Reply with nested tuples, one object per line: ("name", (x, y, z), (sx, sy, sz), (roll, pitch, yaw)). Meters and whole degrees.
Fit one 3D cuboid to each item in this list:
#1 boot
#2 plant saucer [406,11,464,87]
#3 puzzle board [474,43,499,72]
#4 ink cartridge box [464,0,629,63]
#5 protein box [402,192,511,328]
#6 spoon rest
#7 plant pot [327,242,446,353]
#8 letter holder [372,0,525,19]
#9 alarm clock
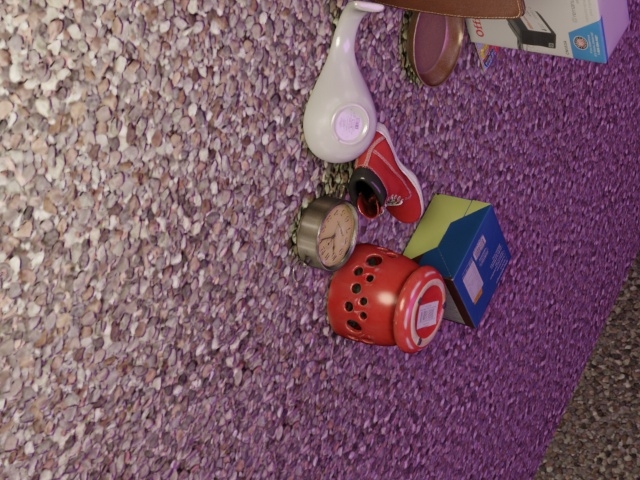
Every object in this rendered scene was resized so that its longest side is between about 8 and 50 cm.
("boot", (0.117, -0.073, 1.824), (0.244, 0.088, 0.176), (55, 33, -42))
("plant saucer", (0.218, -0.397, 1.943), (0.199, 0.036, 0.198), (-28, 125, -50))
("puzzle board", (0.375, -0.445, 2.183), (0.128, 0.011, 0.096), (-59, 144, -23))
("ink cartridge box", (0.433, -0.491, 1.978), (0.129, 0.308, 0.223), (-56, 143, -23))
("protein box", (0.291, 0.044, 2.138), (0.199, 0.136, 0.201), (-60, 144, -23))
("spoon rest", (0.046, -0.266, 1.690), (0.137, 0.084, 0.276), (3, 107, -25))
("plant pot", (0.133, 0.112, 1.899), (0.191, 0.174, 0.191), (-24, 120, -51))
("letter holder", (0.213, -0.496, 1.649), (0.152, 0.302, 0.214), (-57, 143, -26))
("alarm clock", (0.000, 0.000, 1.750), (0.192, 0.064, 0.129), (-55, 142, -33))
